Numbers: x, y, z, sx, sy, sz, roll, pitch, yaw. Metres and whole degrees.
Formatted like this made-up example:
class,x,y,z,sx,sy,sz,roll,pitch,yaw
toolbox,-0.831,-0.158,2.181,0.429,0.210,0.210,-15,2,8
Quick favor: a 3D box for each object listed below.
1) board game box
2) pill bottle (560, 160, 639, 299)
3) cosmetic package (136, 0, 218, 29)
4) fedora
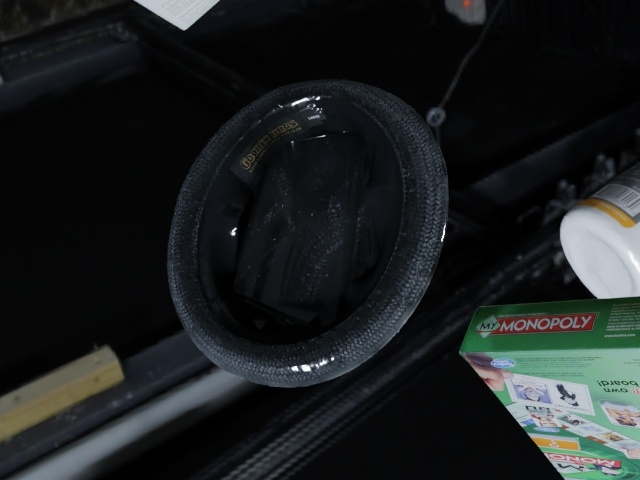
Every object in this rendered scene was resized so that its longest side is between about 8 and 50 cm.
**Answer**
class,x,y,z,sx,sy,sz,roll,pitch,yaw
board game box,0.278,0.116,0.595,0.317,0.213,0.046,-8,-136,43
pill bottle,0.458,-0.041,1.158,0.278,0.162,0.162,-33,-142,-12
cosmetic package,-0.169,-0.359,0.906,0.197,0.155,0.365,-38,172,8
fedora,0.000,0.000,0.985,0.334,0.152,0.334,-6,-109,19
